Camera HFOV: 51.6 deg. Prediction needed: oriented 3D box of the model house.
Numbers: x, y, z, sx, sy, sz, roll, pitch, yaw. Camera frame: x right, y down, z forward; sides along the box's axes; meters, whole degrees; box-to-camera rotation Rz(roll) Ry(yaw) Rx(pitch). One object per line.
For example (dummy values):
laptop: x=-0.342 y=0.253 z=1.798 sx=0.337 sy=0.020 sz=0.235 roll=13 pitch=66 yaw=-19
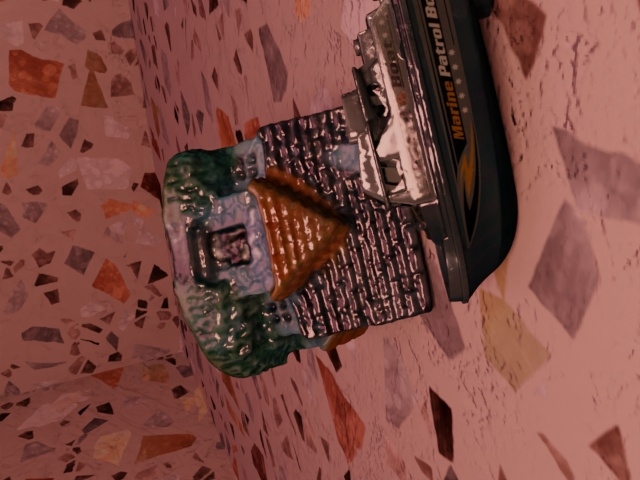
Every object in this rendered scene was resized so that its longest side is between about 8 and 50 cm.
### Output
model house: x=0.000 y=0.000 z=0.706 sx=0.241 sy=0.225 sz=0.262 roll=-12 pitch=92 yaw=41

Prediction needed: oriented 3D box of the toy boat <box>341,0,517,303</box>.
toy boat: x=0.081 y=-0.091 z=0.513 sx=0.114 sy=0.122 sz=0.296 roll=-71 pitch=-30 yaw=-79
